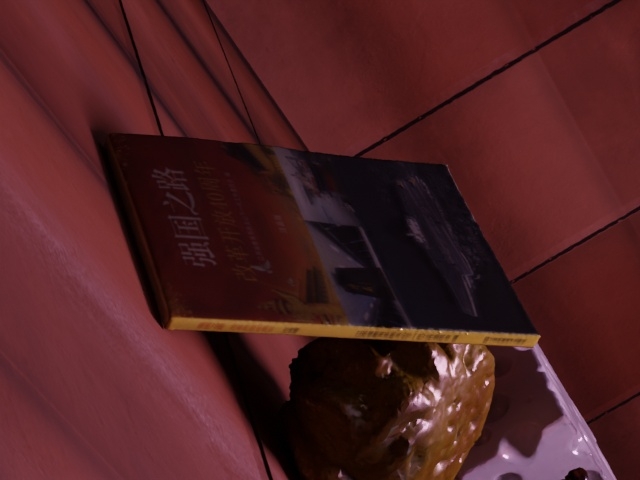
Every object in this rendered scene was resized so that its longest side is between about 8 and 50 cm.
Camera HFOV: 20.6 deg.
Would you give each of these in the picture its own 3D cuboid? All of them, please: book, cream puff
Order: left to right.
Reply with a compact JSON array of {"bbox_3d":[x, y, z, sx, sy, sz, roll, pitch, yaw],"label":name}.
[{"bbox_3d":[0.000,0.000,1.658,0.374,0.028,0.262,5,39,-26],"label":"book"},{"bbox_3d":[0.065,0.160,1.714,0.196,0.244,0.244,50,-2,45],"label":"cream puff"}]

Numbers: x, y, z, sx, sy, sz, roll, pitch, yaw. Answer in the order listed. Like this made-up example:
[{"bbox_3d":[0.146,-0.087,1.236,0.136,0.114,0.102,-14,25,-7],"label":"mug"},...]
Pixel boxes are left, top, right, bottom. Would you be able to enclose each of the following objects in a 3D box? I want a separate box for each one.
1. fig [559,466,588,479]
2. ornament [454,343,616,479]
[{"bbox_3d":[0.197,0.333,1.805,0.203,0.235,0.203,55,4,-6],"label":"fig"},{"bbox_3d":[0.206,0.276,2.094,0.239,0.240,0.239,55,8,-31],"label":"ornament"}]
